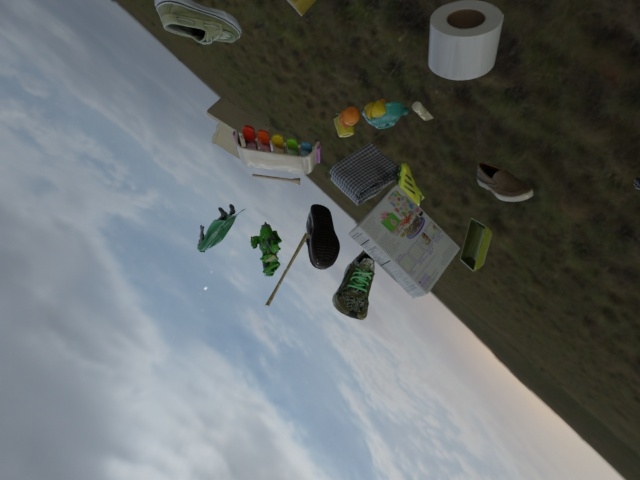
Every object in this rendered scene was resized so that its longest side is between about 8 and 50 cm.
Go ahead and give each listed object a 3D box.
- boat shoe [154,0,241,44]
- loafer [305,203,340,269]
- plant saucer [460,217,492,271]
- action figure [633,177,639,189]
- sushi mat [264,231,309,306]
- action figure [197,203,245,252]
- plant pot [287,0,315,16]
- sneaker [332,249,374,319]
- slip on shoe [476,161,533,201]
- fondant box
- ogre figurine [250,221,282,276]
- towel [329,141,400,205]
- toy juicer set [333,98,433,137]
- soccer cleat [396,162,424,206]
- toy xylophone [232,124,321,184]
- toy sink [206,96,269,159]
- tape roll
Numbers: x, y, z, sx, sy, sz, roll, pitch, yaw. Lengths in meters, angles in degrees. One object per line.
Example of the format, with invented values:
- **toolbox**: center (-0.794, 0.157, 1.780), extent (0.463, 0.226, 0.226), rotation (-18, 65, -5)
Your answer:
- **boat shoe**: center (-0.350, -0.624, 1.335), extent (0.302, 0.109, 0.094), rotation (-8, -88, -54)
- **loafer**: center (0.000, 0.000, 2.023), extent (0.134, 0.130, 0.366), rotation (15, -138, -15)
- **plant saucer**: center (0.634, 0.016, 1.847), extent (0.045, 0.188, 0.188), rotation (11, -167, -2)
- **action figure**: center (1.144, -0.247, 1.543), extent (0.099, 0.185, 0.285), rotation (26, -154, 30)
- **sushi mat**: center (-0.132, 0.117, 1.772), extent (0.019, 0.316, 0.151), rotation (29, 172, -3)
- **action figure**: center (-0.354, -0.029, 1.517), extent (0.137, 0.232, 0.063), rotation (-22, -109, -51)
- **plant pot**: center (-0.079, -0.879, 1.654), extent (0.081, 0.081, 0.083), rotation (47, -160, -2)
- **sneaker**: center (0.154, 0.157, 1.875), extent (0.158, 0.182, 0.410), rotation (17, -149, 0)
- **slip on shoe**: center (0.337, -0.111, 0.847), extent (0.135, 0.051, 0.041), rotation (-120, 6, -61)
- **fondant box**: center (0.298, 0.003, 1.613), extent (0.330, 0.238, 0.096), rotation (45, 154, -3)
- **ogre figurine**: center (-0.166, 0.026, 1.451), extent (0.197, 0.097, 0.118), rotation (69, -178, -62)
- **towel**: center (0.217, -0.327, 2.195), extent (0.235, 0.283, 0.121), rotation (46, 163, 35)
- **toy juicer set**: center (0.202, -0.413, 1.438), extent (0.209, 0.329, 0.089), rotation (17, -116, -85)
- **soccer cleat**: center (0.414, -0.228, 2.105), extent (0.093, 0.121, 0.289), rotation (-77, -20, -56)
- **toy xylophone**: center (-0.161, -0.300, 1.643), extent (0.322, 0.081, 0.236), rotation (12, 159, -5)
- **toy sink**: center (-0.363, -0.462, 1.922), extent (0.234, 0.131, 0.153), rotation (32, -136, -6)
- **tape roll**: center (0.510, -0.716, 1.633), extent (0.246, 0.246, 0.169), rotation (46, 161, 33)
